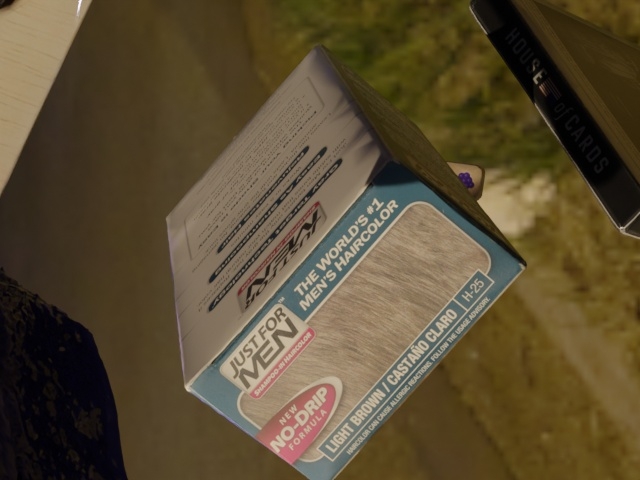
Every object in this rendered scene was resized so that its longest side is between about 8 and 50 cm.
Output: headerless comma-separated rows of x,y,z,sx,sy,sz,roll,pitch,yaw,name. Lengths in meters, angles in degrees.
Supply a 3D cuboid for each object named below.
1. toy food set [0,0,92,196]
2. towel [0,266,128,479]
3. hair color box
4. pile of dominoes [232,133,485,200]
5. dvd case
-0.098,-0.165,0.528,0.219,0.092,0.306,-61,29,25,toy food set
-0.162,0.067,0.683,0.308,0.076,0.227,44,-158,-58,towel
0.000,0.000,1.107,0.174,0.105,0.347,-49,15,8,hair color box
-0.001,0.016,1.457,0.040,0.251,0.196,14,-94,-63,pile of dominoes
0.203,-0.057,1.046,0.029,0.239,0.179,-46,54,25,dvd case
